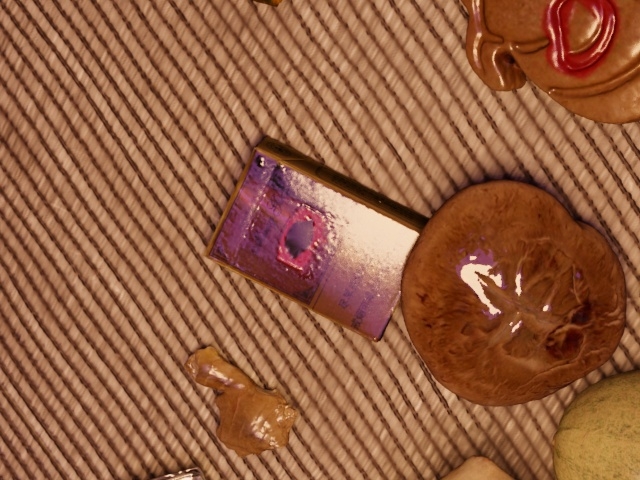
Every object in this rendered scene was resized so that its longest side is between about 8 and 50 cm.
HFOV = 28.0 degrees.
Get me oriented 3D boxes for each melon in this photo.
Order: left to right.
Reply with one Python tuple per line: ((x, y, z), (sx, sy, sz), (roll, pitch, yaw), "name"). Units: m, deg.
((0.425, 0.266, 1.449), (0.329, 0.248, 0.248), (17, 102, 14), "melon")

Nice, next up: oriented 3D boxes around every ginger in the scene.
((-0.107, 0.209, 1.609), (0.165, 0.067, 0.096), (37, 103, 14), "ginger")

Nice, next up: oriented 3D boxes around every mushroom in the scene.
((0.226, 0.065, 1.491), (0.278, 0.146, 0.278), (-1, 105, -2), "mushroom")

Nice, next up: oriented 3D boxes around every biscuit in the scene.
((0.273, -0.294, 1.407), (0.314, 0.063, 0.367), (-46, 73, 25), "biscuit")

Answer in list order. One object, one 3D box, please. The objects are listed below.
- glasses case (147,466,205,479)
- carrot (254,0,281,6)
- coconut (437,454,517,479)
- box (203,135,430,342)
((-0.151, 0.430, 1.644), (0.128, 0.083, 0.308), (-24, 96, 6), "glasses case")
((-0.118, -0.335, 1.503), (0.173, 0.082, 0.082), (19, 102, 5), "carrot")
((0.182, 0.401, 1.480), (0.329, 0.329, 0.329), (1, 100, 8), "coconut")
((0.000, 0.000, 1.553), (0.240, 0.071, 0.159), (28, 105, 2), "box")
